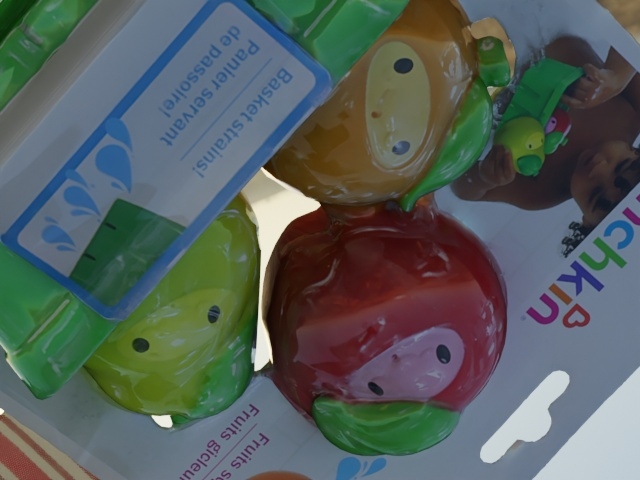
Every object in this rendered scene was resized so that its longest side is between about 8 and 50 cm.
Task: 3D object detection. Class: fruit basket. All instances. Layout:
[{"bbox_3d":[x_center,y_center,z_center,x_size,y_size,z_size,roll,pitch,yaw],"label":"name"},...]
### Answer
[{"bbox_3d":[0.000,0.000,0.634,0.327,0.353,0.165,-46,-164,9],"label":"fruit basket"}]

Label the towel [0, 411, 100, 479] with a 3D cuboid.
[{"bbox_3d":[-0.177,0.182,0.854,0.029,0.144,0.197,-50,175,36],"label":"towel"}]

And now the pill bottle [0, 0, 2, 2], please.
[{"bbox_3d":[-0.366,-0.138,0.756,0.392,0.224,0.224,13,-152,42],"label":"pill bottle"}]
